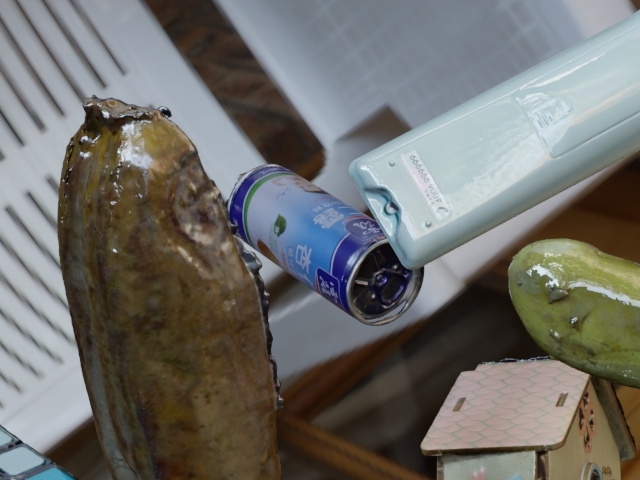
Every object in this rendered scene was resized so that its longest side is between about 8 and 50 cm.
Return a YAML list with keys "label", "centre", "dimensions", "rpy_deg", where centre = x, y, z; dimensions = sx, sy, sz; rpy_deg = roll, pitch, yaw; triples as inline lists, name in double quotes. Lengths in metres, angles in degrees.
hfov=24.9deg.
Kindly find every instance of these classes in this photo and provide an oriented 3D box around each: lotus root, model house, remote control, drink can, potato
- label: "lotus root"
  centre: [-0.115, 0.067, 0.974]
  dimensions: [0.167, 0.078, 0.329]
  rpy_deg: [2, 114, 33]
- label: "model house"
  centre: [0.214, 0.227, 1.319]
  dimensions: [0.169, 0.326, 0.244]
  rpy_deg: [-8, 77, 26]
- label: "remote control"
  centre: [0.171, -0.088, 1.151]
  dimensions: [0.103, 0.293, 0.051]
  rpy_deg: [60, 174, 15]
- label: "drink can"
  centre: [0.000, 0.000, 1.486]
  dimensions: [0.235, 0.097, 0.097]
  rpy_deg: [34, 150, 49]
- label: "potato"
  centre: [0.226, 0.058, 1.057]
  dimensions: [0.188, 0.085, 0.105]
  rpy_deg: [19, 146, 20]

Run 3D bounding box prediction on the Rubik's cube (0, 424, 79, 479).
- label: "Rubik's cube"
  centre: [-0.270, 0.231, 0.938]
  dimensions: [0.182, 0.187, 0.184]
  rpy_deg: [24, 123, 41]
